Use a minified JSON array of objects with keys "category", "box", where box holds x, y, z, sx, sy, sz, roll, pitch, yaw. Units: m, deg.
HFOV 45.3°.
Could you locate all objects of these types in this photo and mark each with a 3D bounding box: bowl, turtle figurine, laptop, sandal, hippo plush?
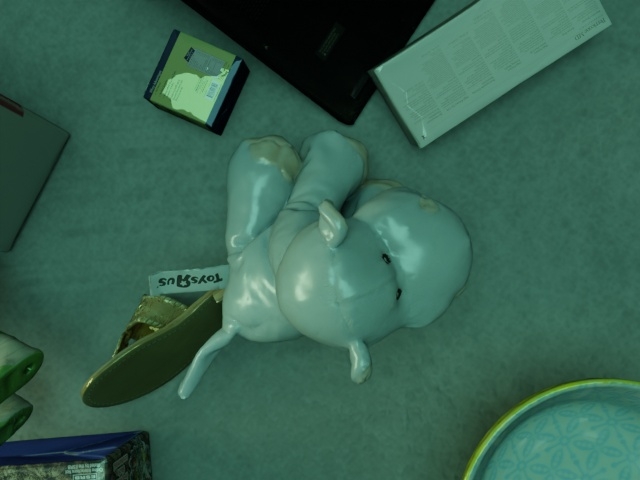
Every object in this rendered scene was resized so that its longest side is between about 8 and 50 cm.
[{"category":"bowl","box":[0.267,0.270,0.752,0.289,0.156,0.290,0,88,4]},{"category":"turtle figurine","box":[-0.423,0.100,0.740,0.266,0.274,0.198,35,96,11]},{"category":"laptop","box":[-0.053,-0.411,0.871,0.408,0.236,0.382,34,90,-24]},{"category":"sandal","box":[-0.162,0.085,0.839,0.240,0.088,0.079,-34,55,-5]},{"category":"hippo plush","box":[0.000,0.000,0.702,0.294,0.236,0.234,-16,92,-21]}]

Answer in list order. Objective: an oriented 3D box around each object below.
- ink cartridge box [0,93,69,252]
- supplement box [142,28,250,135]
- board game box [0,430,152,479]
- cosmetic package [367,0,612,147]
[{"category":"ink cartridge box","box":[-0.493,-0.150,0.752,0.384,0.279,0.160,27,89,4]},{"category":"supplement box","box":[-0.135,-0.173,0.844,0.083,0.056,0.083,24,89,4]},{"category":"board game box","box":[-0.297,0.361,0.788,0.232,0.141,0.291,-6,87,3]},{"category":"cosmetic package","box":[0.177,-0.205,0.818,0.239,0.060,0.099,-32,101,1]}]
